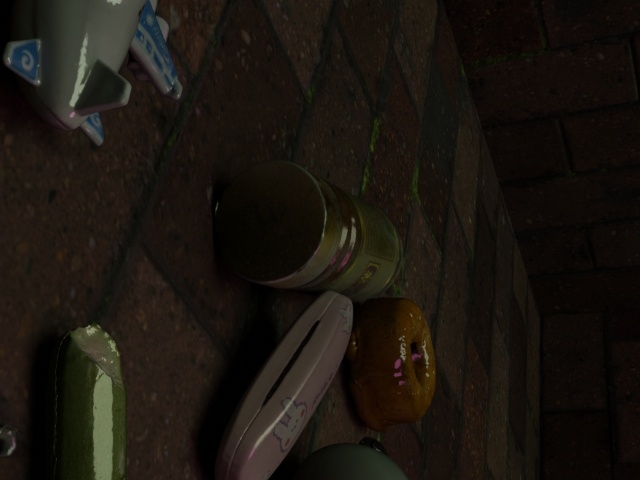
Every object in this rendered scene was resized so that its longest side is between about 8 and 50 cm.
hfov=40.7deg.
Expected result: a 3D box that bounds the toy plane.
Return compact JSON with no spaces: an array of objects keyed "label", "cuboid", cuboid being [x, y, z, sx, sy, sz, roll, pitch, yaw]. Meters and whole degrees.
[{"label":"toy plane","cuboid":[-0.207,-0.214,0.771,0.267,0.122,0.267,-9,90,-70]}]

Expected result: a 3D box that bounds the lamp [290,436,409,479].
[{"label":"lamp","cuboid":[0.017,0.361,1.090,0.243,0.197,0.198,0,83,-45]}]

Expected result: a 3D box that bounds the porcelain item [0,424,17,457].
[{"label":"porcelain item","cuboid":[-0.276,0.159,0.619,0.136,0.021,0.075,44,48,-56]}]

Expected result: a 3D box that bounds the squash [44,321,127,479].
[{"label":"squash","cuboid":[-0.199,0.188,0.733,0.069,0.069,0.239,21,65,-65]}]

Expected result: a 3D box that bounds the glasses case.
[{"label":"glasses case","cuboid":[-0.038,0.180,1.048,0.297,0.075,0.113,-55,161,-41]}]

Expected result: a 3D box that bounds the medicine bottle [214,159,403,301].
[{"label":"medicine bottle","cuboid":[0.000,0.000,1.168,0.322,0.151,0.151,20,65,-65]}]

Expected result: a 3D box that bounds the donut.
[{"label":"donut","cuboid":[0.118,0.203,1.449,0.226,0.113,0.227,-9,90,-69]}]
